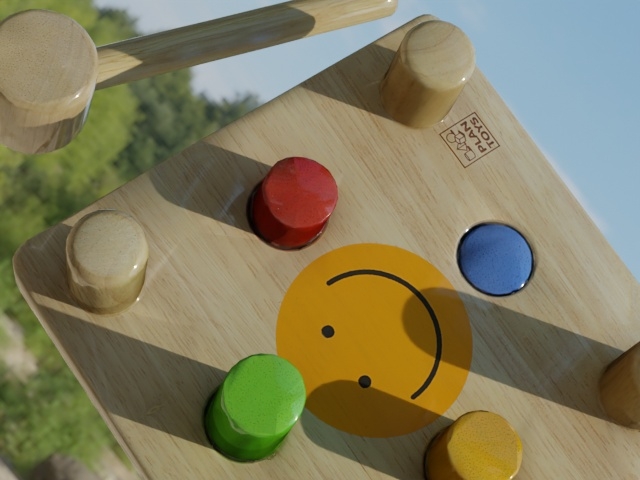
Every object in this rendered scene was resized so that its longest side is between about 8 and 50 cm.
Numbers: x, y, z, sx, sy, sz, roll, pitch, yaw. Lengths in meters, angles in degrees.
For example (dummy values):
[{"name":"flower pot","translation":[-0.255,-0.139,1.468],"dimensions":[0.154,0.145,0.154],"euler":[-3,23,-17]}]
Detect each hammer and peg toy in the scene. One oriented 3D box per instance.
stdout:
[{"name":"hammer and peg toy","translation":[0.000,0.000,0.721],"dimensions":[0.361,0.266,0.127],"euler":[56,-18,11]}]
